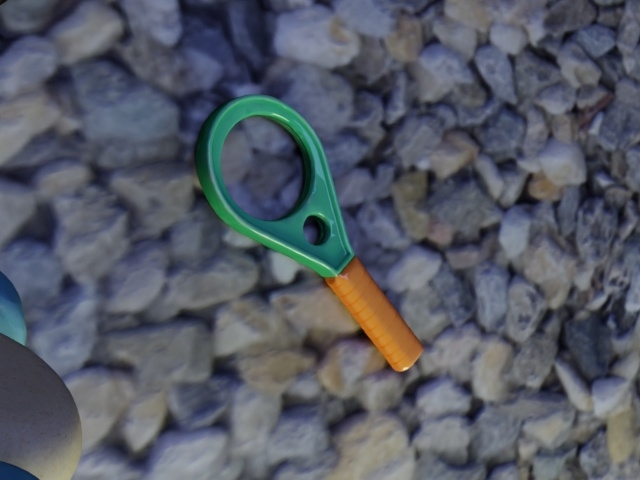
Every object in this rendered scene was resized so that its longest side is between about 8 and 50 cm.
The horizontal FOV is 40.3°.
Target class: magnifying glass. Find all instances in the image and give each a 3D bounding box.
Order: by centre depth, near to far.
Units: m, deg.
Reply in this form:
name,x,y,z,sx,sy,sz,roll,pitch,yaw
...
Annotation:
name,x,y,z,sx,sy,sz,roll,pitch,yaw
magnifying glass,0.000,0.000,0.607,0.092,0.026,0.231,-48,113,-29

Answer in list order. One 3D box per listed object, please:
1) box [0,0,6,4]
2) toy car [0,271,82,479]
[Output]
name,x,y,z,sx,sy,sz,roll,pitch,yaw
box,-0.253,-0.239,0.418,0.293,0.073,0.295,-47,111,-26
toy car,-0.237,0.131,0.354,0.210,0.219,0.237,24,101,-31
